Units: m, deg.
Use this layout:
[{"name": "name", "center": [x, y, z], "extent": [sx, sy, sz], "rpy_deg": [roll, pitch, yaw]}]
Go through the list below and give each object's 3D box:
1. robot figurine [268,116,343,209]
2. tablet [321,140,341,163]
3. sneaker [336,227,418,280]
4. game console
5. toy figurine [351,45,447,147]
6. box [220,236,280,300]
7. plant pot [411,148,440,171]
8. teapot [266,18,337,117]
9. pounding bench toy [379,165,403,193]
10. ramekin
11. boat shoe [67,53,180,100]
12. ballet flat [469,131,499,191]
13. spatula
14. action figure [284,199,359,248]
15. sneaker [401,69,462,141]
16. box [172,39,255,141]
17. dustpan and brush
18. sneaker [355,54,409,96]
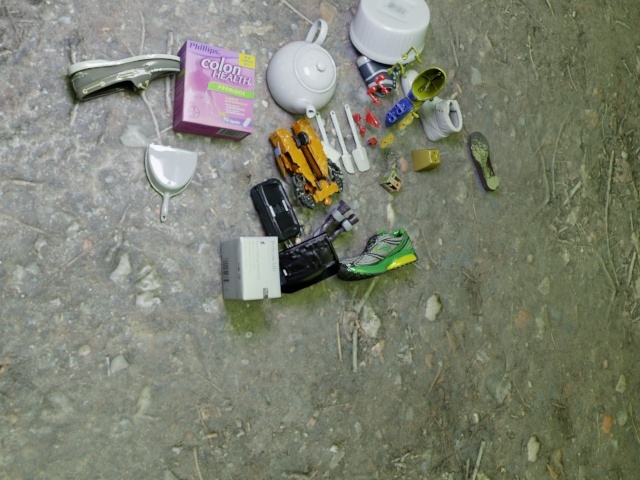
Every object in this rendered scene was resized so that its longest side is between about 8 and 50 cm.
[{"name": "robot figurine", "center": [-0.042, -0.243, 1.819], "extent": [0.211, 0.085, 0.291], "rpy_deg": [-32, 101, -35]}, {"name": "tablet", "center": [0.025, -0.296, 1.902], "extent": [0.083, 0.006, 0.054], "rpy_deg": [34, 78, -15]}, {"name": "sneaker", "center": [0.180, 0.049, 1.915], "extent": [0.343, 0.134, 0.146], "rpy_deg": [-17, 87, -38]}, {"name": "game console", "center": [-0.096, -0.027, 1.742], "extent": [0.213, 0.044, 0.362], "rpy_deg": [-23, 85, -7]}, {"name": "toy figurine", "center": [0.297, -0.508, 1.953], "extent": [0.191, 0.362, 0.217], "rpy_deg": [48, 36, 4]}, {"name": "box", "center": [-0.209, 0.083, 1.645], "extent": [0.119, 0.182, 0.181], "rpy_deg": [-2, 86, -29]}, {"name": "plant pot", "center": [0.402, -0.307, 2.084], "extent": [0.081, 0.083, 0.082], "rpy_deg": [-7, 88, -30]}, {"name": "teapot", "center": [-0.038, -0.543, 1.797], "extent": [0.252, 0.187, 0.256], "rpy_deg": [-37, 103, -27]}, {"name": "pounding bench toy", "center": [0.266, -0.222, 2.016], "extent": [0.065, 0.052, 0.083], "rpy_deg": [36, 69, -22]}, {"name": "ramekin", "center": [0.247, -0.760, 1.940], "extent": [0.277, 0.135, 0.277], "rpy_deg": [4, 61, -7]}, {"name": "boat shoe", "center": [-0.535, -0.457, 1.556], "extent": [0.304, 0.109, 0.091], "rpy_deg": [-16, 94, -24]}, {"name": "ballet flat", "center": [0.656, -0.316, 2.251], "extent": [0.084, 0.058, 0.250], "rpy_deg": [-20, 90, -8]}, {"name": "spatula", "center": [0.075, -0.346, 1.940], "extent": [0.168, 0.019, 0.242], "rpy_deg": [-19, 94, -22]}, {"name": "action figure", "center": [0.000, 0.000, 1.823], "extent": [0.285, 0.099, 0.185], "rpy_deg": [-43, 113, -10]}, {"name": "sneaker", "center": [0.425, -0.522, 2.068], "extent": [0.108, 0.169, 0.293], "rpy_deg": [-36, 102, -25]}, {"name": "box", "center": [-0.318, -0.441, 1.669], "extent": [0.213, 0.117, 0.243], "rpy_deg": [5, 82, -29]}, {"name": "dustpan and brush", "center": [-0.441, -0.162, 1.616], "extent": [0.147, 0.060, 0.211], "rpy_deg": [9, 74, -27]}, {"name": "sneaker", "center": [0.272, -0.620, 2.028], "extent": [0.282, 0.099, 0.153], "rpy_deg": [-21, 91, -23]}]
